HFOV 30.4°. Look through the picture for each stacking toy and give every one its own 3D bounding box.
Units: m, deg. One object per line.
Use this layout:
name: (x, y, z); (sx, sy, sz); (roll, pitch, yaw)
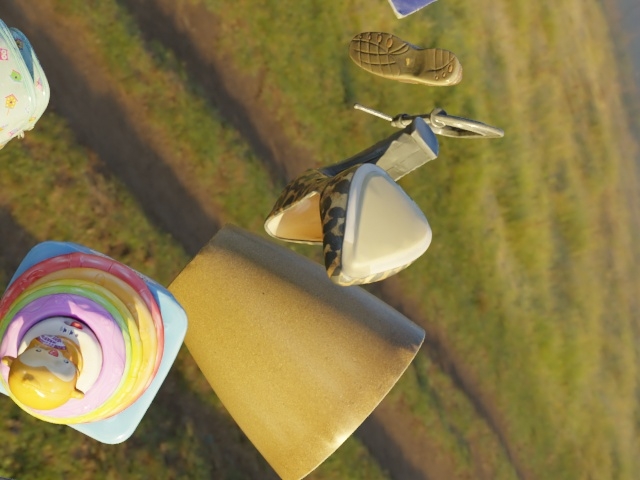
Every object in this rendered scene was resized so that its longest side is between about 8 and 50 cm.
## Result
stacking toy: (-0.221, 0.097, 1.014); (0.175, 0.165, 0.302); (27, 0, -4)

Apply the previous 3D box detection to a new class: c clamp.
c clamp: (0.131, -0.134, 1.365); (0.137, 0.161, 0.022); (14, 88, -25)

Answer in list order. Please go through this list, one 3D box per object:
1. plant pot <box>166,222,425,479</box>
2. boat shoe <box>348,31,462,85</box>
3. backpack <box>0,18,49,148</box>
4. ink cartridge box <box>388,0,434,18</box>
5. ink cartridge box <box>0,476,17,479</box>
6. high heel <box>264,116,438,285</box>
plant pot: (-0.053, 0.108, 1.353); (0.254, 0.237, 0.237); (42, 21, -2)
boat shoe: (0.126, -0.261, 1.740); (0.060, 0.178, 0.064); (27, 81, -67)
backpack: (-0.442, -0.205, 1.544); (0.144, 0.188, 0.165); (-24, 91, -29)
ink cartridge box: (0.062, -0.306, 0.952); (0.224, 0.045, 0.223); (54, 38, -2)
ink cartridge box: (-0.545, 0.475, 1.867); (0.208, 0.045, 0.206); (25, 67, -42)
high heel: (0.000, 0.000, 0.997); (0.093, 0.186, 0.261); (52, 29, -14)
